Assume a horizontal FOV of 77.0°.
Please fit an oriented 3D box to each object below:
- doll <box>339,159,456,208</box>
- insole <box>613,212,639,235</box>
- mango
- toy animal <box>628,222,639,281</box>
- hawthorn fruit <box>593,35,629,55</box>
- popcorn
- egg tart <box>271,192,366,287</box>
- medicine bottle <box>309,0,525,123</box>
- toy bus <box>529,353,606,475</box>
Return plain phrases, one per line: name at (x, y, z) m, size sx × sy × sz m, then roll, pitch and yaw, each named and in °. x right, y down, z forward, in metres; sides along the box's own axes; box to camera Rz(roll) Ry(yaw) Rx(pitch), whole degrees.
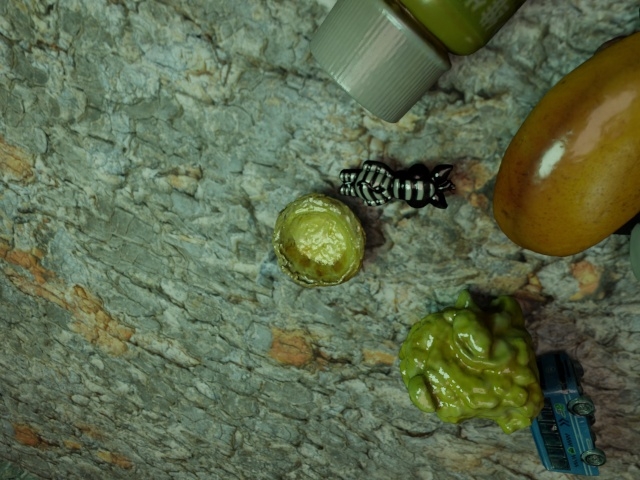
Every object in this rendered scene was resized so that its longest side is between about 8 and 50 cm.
doll at (0.143, -0.106, 0.764) m, size 0.219 × 0.067 × 0.091 m, roll 7°, pitch 119°, yaw 20°
insole at (0.603, -0.067, 0.680) m, size 0.347 × 0.009 × 0.119 m, roll -4°, pitch 114°, yaw 18°
mango at (0.394, -0.126, 0.594) m, size 0.201 × 0.199 × 0.350 m, roll 45°, pitch 144°, yaw 31°
toy animal at (0.637, 0.020, 0.649) m, size 0.220 × 0.104 × 0.131 m, roll -5°, pitch 120°, yaw 19°
hawthorn fruit at (0.442, -0.267, 0.582) m, size 0.066 × 0.103 × 0.067 m, roll 0°, pitch 92°, yaw 4°
popcorn at (0.282, 0.232, 0.786) m, size 0.249 × 0.242 × 0.235 m, roll -1°, pitch 130°, yaw 4°
egg tart at (-0.001, 0.000, 0.840) m, size 0.212 × 0.090 × 0.213 m, roll 5°, pitch 115°, yaw 11°
medicine bottle at (0.169, -0.370, 0.547) m, size 0.224 × 0.224 × 0.384 m, roll 41°, pitch 119°, yaw -5°
toy bus at (0.502, 0.366, 0.848) m, size 0.134 × 0.113 × 0.247 m, roll -15°, pitch 110°, yaw 28°
